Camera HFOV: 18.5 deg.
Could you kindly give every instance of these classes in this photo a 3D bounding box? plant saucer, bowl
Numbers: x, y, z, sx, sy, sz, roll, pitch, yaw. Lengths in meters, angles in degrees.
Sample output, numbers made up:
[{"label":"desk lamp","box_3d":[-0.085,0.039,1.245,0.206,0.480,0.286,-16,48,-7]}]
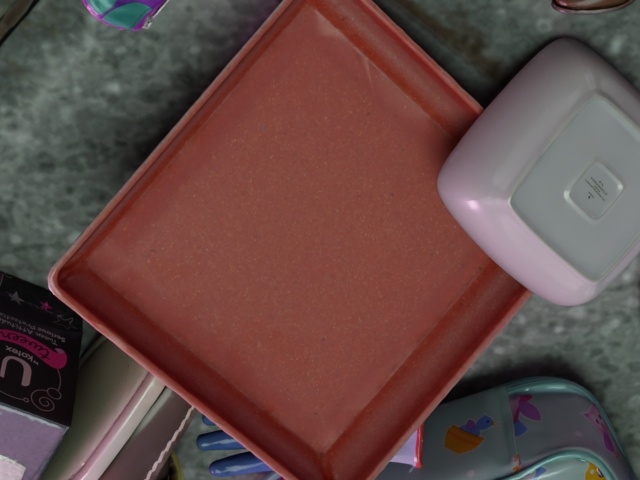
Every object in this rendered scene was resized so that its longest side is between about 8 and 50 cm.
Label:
[{"label":"plant saucer","box_3d":[0.000,0.000,1.231,0.258,0.048,0.259,41,89,-23]},{"label":"bowl","box_3d":[0.162,-0.036,1.224,0.142,0.053,0.142,42,89,-25]}]

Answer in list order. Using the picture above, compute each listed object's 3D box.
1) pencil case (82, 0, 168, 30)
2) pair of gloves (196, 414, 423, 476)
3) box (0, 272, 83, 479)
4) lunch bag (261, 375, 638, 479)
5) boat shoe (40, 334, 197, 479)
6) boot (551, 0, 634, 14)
[{"label":"pencil case","box_3d":[-0.070,-0.182,1.149,0.152,0.064,0.070,-27,104,16]},{"label":"pair of gloves","box_3d":[-0.006,0.085,1.314,0.159,0.023,0.198,-1,100,7]},{"label":"box","box_3d":[-0.302,0.096,1.281,0.247,0.142,0.163,23,120,-15]},{"label":"lunch bag","box_3d":[0.097,0.227,1.396,0.279,0.108,0.224,-21,127,14]},{"label":"boat shoe","box_3d":[-0.154,0.173,1.355,0.097,0.116,0.324,24,124,-21]},{"label":"boot","box_3d":[0.179,-0.197,1.159,0.106,0.037,0.114,-19,126,-4]}]
